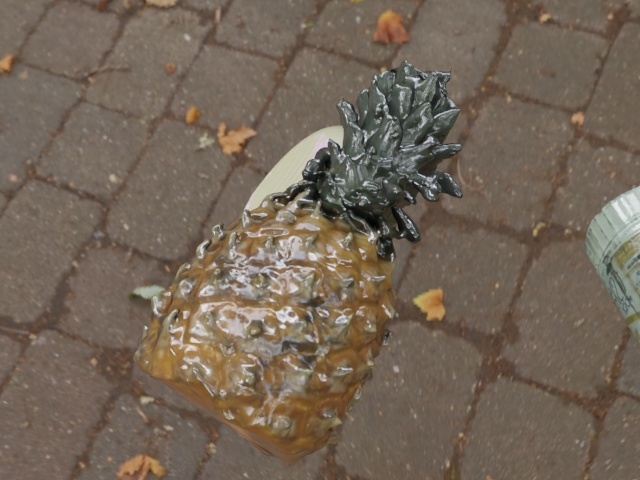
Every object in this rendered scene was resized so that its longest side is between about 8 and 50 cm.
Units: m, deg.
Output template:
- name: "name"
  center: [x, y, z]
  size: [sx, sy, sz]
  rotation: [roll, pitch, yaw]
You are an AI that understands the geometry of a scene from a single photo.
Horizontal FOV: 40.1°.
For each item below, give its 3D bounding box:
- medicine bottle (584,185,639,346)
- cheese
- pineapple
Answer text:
- name: "medicine bottle"
  center: [0.137, 0.022, 0.329]
  size: [0.047, 0.047, 0.083]
  rotation: [-17, 48, 0]
- name: "cheese"
  center: [0.014, -0.068, 0.799]
  size: [0.227, 0.064, 0.137]
  rotation: [-55, 27, -15]
- name: "pineapple"
  center: [0.000, 0.000, 0.590]
  size: [0.157, 0.158, 0.279]
  rotation: [26, 75, 18]
